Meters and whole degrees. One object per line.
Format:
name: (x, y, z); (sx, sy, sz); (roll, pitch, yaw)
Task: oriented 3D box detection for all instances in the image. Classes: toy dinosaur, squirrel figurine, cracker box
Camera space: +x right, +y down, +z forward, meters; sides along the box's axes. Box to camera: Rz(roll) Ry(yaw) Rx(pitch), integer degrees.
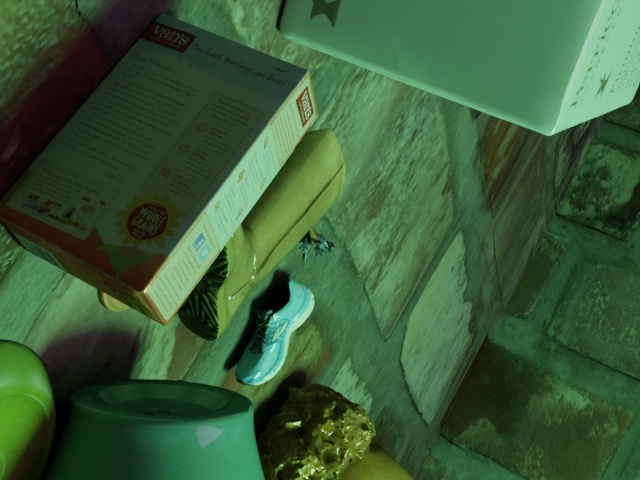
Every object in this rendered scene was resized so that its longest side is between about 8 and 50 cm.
toy dinosaur: (0.000, 0.000, 1.282); (0.082, 0.047, 0.090); (-62, 157, -66)
squirrel figurine: (-0.049, 0.441, 1.430); (0.370, 0.281, 0.397); (-39, 134, -29)
cracker box: (-0.128, -0.066, 0.753); (0.232, 0.156, 0.067); (-56, 157, -21)

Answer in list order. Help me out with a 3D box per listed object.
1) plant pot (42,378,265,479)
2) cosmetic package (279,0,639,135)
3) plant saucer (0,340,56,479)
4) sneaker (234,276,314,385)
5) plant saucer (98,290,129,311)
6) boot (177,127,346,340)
plant pot: (-0.165, 0.279, 0.913); (0.272, 0.272, 0.255); (-1, 97, -66)
cosmetic package: (0.217, -0.339, 1.023); (0.394, 0.327, 0.329); (-24, 135, -58)
plant saucer: (-0.309, 0.202, 0.789); (0.241, 0.037, 0.241); (-48, 153, -36)
sneaker: (-0.075, 0.118, 1.231); (0.162, 0.063, 0.073); (-62, 141, -19)
plant saucer: (-0.189, 0.034, 0.916); (0.083, 0.013, 0.083); (-48, 152, -36)
boot: (-0.065, -0.045, 1.030); (0.269, 0.089, 0.236); (-49, 164, -34)
